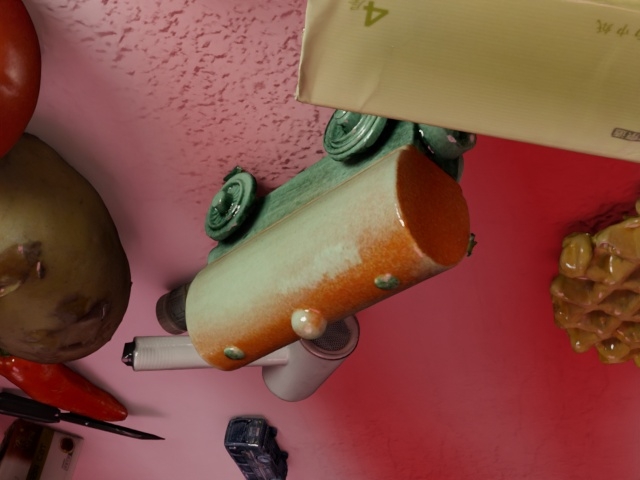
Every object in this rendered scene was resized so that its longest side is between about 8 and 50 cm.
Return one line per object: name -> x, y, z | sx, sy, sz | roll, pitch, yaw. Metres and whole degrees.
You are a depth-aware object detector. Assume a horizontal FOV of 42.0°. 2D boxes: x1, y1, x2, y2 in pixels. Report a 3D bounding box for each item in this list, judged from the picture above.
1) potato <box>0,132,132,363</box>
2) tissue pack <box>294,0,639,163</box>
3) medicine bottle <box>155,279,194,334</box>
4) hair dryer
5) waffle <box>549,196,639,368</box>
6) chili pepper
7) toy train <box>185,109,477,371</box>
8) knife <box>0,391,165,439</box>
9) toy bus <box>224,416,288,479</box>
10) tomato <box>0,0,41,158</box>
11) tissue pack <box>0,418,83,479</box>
potato -> -0.258, 0.013, 0.740 | 0.165, 0.165, 0.262 | -5, 147, 14
tissue pack -> 0.111, -0.144, 0.470 | 0.234, 0.159, 0.125 | 9, 142, -3
medicine bottle -> -0.127, 0.065, 0.863 | 0.083, 0.047, 0.047 | -25, 132, 36
hair dryer -> -0.089, 0.122, 0.858 | 0.237, 0.073, 0.131 | -1, 148, -26
waffle -> 0.338, 0.041, 0.754 | 0.253, 0.056, 0.249 | -6, 140, 14
chili pepper -> -0.328, 0.167, 1.016 | 0.071, 0.063, 0.272 | 1, 146, 29
toy train -> 0.000, 0.000, 0.657 | 0.116, 0.177, 0.285 | 35, 135, -30
knife -> -0.319, 0.240, 1.117 | 0.231, 0.028, 0.060 | 12, 174, 5
toy bus -> -0.086, 0.299, 1.153 | 0.065, 0.047, 0.166 | 1, 142, 14
tomato -> -0.286, -0.132, 0.566 | 0.195, 0.136, 0.195 | 5, 144, 3
tissue pack -> -0.414, 0.346, 1.180 | 0.106, 0.148, 0.099 | 24, 139, -20
